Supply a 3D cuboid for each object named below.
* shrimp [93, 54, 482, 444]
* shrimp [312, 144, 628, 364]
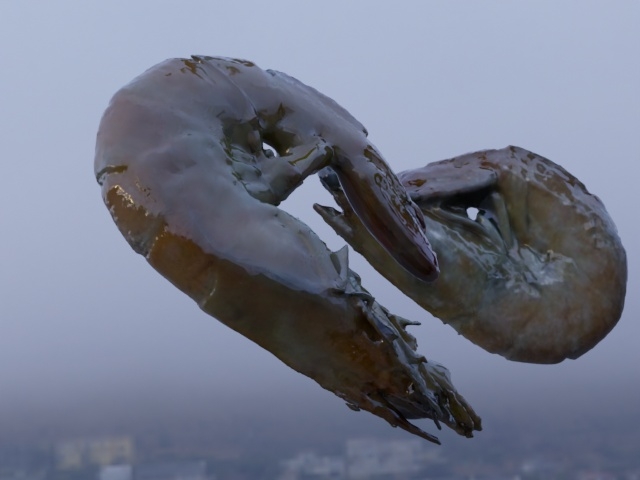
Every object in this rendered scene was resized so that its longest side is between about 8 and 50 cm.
[{"bbox_3d":[-0.002,0.002,0.761,0.236,0.133,0.053,40,-40,-3],"label":"shrimp"},{"bbox_3d":[0.121,-0.020,1.352,0.317,0.168,0.077,37,-11,-3],"label":"shrimp"}]
